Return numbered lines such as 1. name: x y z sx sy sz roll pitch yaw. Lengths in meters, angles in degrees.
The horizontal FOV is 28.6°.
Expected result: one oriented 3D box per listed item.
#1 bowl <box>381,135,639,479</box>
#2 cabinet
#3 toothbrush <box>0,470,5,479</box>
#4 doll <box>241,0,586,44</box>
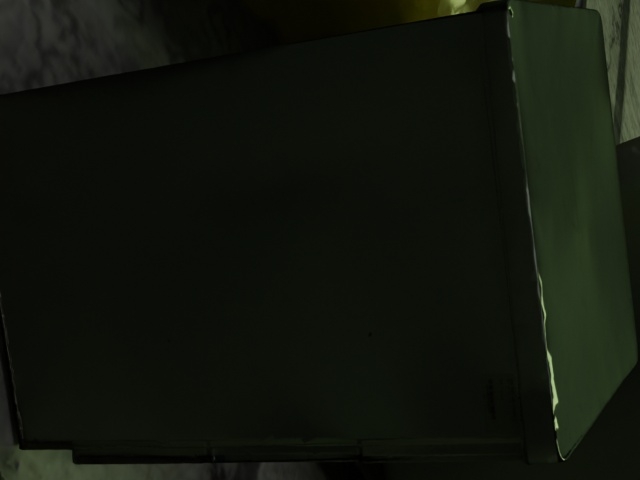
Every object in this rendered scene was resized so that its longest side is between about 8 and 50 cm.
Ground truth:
1. bowl: 0.178 0.047 0.760 0.354 0.354 0.185 -13 79 -66
2. cabinet: 0.000 0.000 0.486 0.145 0.206 0.150 -20 103 -65
3. toothbrush: -0.113 -0.003 0.306 0.294 0.028 0.026 64 15 17
4. doll: 0.077 -0.165 0.710 0.423 0.161 0.348 72 31 -50
